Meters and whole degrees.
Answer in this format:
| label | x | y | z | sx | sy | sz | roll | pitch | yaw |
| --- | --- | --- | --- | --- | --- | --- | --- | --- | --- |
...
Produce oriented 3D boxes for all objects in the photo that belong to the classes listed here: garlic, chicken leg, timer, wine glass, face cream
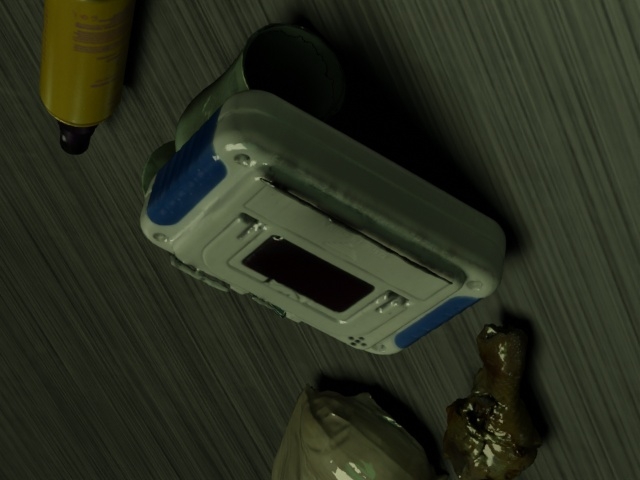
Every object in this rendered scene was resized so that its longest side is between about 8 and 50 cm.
| label | x | y | z | sx | sy | sz | roll | pitch | yaw |
| --- | --- | --- | --- | --- | --- | --- | --- | --- | --- |
| garlic | 0.016 | 0.255 | 1.399 | 0.178 | 0.143 | 0.229 | 36 | 157 | 15 |
| chicken leg | 0.152 | 0.141 | 1.174 | 0.085 | 0.069 | 0.198 | 54 | 152 | 39 |
| timer | 0.000 | 0.000 | 1.060 | 0.253 | 0.078 | 0.178 | 27 | 141 | -20 |
| wine glass | -0.066 | -0.086 | 1.131 | 0.103 | 0.103 | 0.231 | 48 | 148 | -1 |
| face cream | -0.216 | -0.164 | 1.253 | 0.078 | 0.078 | 0.273 | 41 | 150 | 10 |

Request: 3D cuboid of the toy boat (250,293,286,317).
| label | x | y | z | sx | sy | sz | roll | pitch | yaw |
| --- | --- | --- | --- | --- | --- | --- | --- | --- | --- |
| toy boat | -0.067 | 0.006 | 1.287 | 0.141 | 0.055 | 0.060 | 46 | 143 | 0 |
